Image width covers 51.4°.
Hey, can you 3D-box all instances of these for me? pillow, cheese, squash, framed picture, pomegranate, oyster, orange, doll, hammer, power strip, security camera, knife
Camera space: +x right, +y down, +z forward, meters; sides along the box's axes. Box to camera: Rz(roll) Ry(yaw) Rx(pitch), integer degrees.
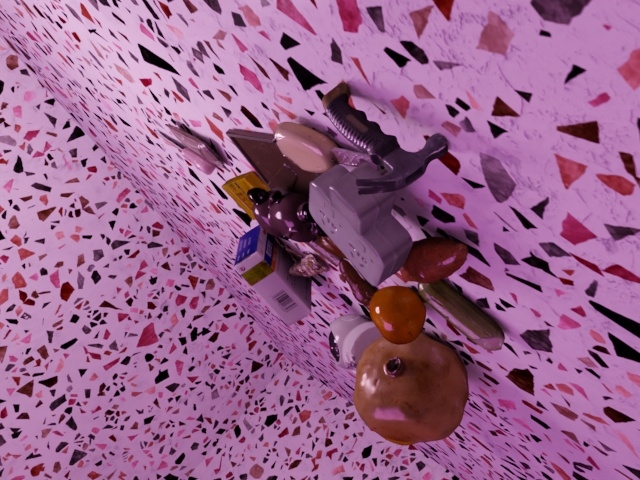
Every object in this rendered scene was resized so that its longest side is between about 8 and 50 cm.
[{"bbox_3d":[-0.377,-0.287,2.016,0.233,0.038,0.131,32,173,36],"label":"pillow"},{"bbox_3d":[0.017,-0.176,1.366,0.256,0.050,0.127,20,154,37],"label":"cheese"},{"bbox_3d":[0.317,0.164,1.506,0.239,0.069,0.069,40,164,12],"label":"squash"},{"bbox_3d":[-0.083,-0.172,1.660,0.335,0.022,0.247,19,153,53],"label":"framed picture"},{"bbox_3d":[0.251,0.416,1.880,0.333,0.332,0.332,38,163,14],"label":"pomegranate"},{"bbox_3d":[-0.036,0.092,2.144,0.106,0.061,0.200,41,156,2],"label":"oyster"},{"bbox_3d":[0.202,0.189,1.717,0.159,0.136,0.159,58,175,8],"label":"orange"},{"bbox_3d":[-0.078,-0.065,1.673,0.257,0.117,0.182,15,147,56],"label":"doll"},{"bbox_3d":[0.081,-0.173,1.102,0.226,0.159,0.041,49,166,27],"label":"hammer"},{"bbox_3d":[0.092,-0.060,1.312,0.229,0.141,0.261,48,164,16],"label":"power strip"},{"bbox_3d":[0.124,0.341,2.213,0.194,0.194,0.236,50,167,-26],"label":"security camera"},{"bbox_3d":[-0.446,-0.296,2.190,0.336,0.043,0.081,36,178,40],"label":"knife"}]

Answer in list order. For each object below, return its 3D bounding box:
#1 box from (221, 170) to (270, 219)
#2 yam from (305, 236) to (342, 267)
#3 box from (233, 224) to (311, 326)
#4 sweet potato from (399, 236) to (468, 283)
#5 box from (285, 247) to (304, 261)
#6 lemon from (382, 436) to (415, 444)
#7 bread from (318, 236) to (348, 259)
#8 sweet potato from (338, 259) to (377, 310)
[{"bbox_3d":[-0.206,-0.133,2.020,0.153,0.041,0.279,45,163,-15],"label":"box"},{"bbox_3d":[0.000,0.000,1.834,0.169,0.068,0.068,36,163,8],"label":"yam"},{"bbox_3d":[-0.154,0.116,2.254,0.299,0.106,0.200,51,-163,-23],"label":"box"},{"bbox_3d":[0.227,0.039,1.346,0.097,0.097,0.252,44,166,-5],"label":"sweet potato"},{"bbox_3d":[-0.081,0.053,2.247,0.083,0.012,0.046,24,157,44],"label":"box"},{"bbox_3d":[0.277,0.542,2.216,0.293,0.293,0.293,38,163,14],"label":"lemon"},{"bbox_3d":[0.080,0.011,1.640,0.344,0.084,0.124,20,152,54],"label":"bread"},{"bbox_3d":[0.123,0.147,1.927,0.274,0.067,0.067,51,162,-22],"label":"sweet potato"}]
